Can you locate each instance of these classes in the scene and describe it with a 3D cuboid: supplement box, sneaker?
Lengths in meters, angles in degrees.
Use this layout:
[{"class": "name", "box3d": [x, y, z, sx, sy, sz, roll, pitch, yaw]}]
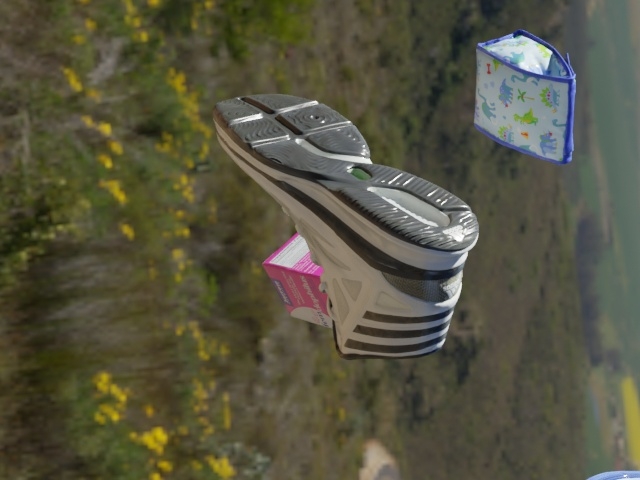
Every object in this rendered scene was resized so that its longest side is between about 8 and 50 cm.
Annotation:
[{"class": "supplement box", "box3d": [0.035, 0.059, 2.029, 0.114, 0.220, 0.111, -42, 120, -24]}, {"class": "sneaker", "box3d": [-0.001, 0.000, 1.733, 0.169, 0.447, 0.257, -16, 129, -35]}]

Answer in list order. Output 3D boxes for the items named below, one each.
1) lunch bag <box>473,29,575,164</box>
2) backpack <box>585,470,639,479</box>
[{"class": "lunch bag", "box3d": [0.275, -0.183, 1.775, 0.151, 0.096, 0.129, 43, -33, 47]}, {"class": "backpack", "box3d": [0.350, 0.395, 1.563, 0.276, 0.213, 0.263, 13, 106, -37]}]
